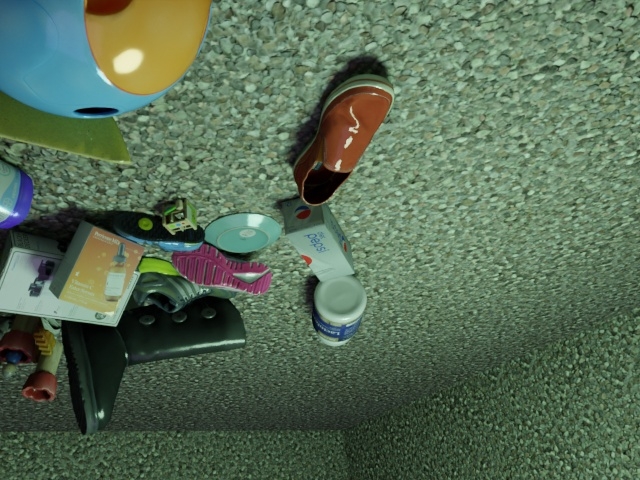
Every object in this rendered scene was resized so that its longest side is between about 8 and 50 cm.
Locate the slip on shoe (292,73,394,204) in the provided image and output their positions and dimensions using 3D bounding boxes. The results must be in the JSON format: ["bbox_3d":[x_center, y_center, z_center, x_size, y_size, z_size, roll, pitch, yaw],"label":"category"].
[{"bbox_3d":[0.040,-0.179,1.115,0.123,0.101,0.331,8,146,-25],"label":"slip on shoe"}]

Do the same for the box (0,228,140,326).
[{"bbox_3d":[-0.592,0.092,1.383,0.290,0.087,0.169,14,112,-37],"label":"box"}]

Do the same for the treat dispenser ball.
[{"bbox_3d":[-0.261,-0.279,0.646,0.288,0.288,0.288,-6,152,-3],"label":"treat dispenser ball"}]

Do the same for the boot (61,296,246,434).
[{"bbox_3d":[-0.400,0.288,1.519,0.445,0.367,0.146,-2,129,-30],"label":"boot"}]

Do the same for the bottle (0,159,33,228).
[{"bbox_3d":[-0.639,-0.120,1.021,0.092,0.118,0.283,-20,149,23],"label":"bottle"}]

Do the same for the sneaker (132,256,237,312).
[{"bbox_3d":[-0.359,0.133,1.559,0.300,0.121,0.111,10,147,-30],"label":"sneaker"}]

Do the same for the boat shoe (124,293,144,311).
[{"bbox_3d":[-0.618,0.192,1.636,0.254,0.095,0.079,-4,142,-27],"label":"boat shoe"}]

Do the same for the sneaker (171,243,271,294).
[{"bbox_3d":[-0.257,0.079,1.507,0.252,0.103,0.111,21,167,-20],"label":"sneaker"}]

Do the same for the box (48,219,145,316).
[{"bbox_3d":[-0.490,0.061,1.308,0.130,0.170,0.091,27,174,-37],"label":"box"}]

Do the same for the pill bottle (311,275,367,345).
[{"bbox_3d":[0.051,0.217,1.793,0.153,0.153,0.264,-5,152,-6],"label":"pill bottle"}]

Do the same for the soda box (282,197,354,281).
[{"bbox_3d":[0.000,0.000,1.442,0.098,0.091,0.286,-14,151,11],"label":"soda box"}]

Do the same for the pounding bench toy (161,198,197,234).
[{"bbox_3d":[-0.315,-0.058,1.291,0.065,0.052,0.083,-13,151,9],"label":"pounding bench toy"}]

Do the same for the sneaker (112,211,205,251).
[{"bbox_3d":[-0.370,-0.008,1.351,0.209,0.069,0.082,10,149,-31],"label":"sneaker"}]

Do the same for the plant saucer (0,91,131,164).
[{"bbox_3d":[-0.447,-0.202,0.814,0.333,0.081,0.333,10,-169,-32],"label":"plant saucer"}]

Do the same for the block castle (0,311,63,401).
[{"bbox_3d":[-0.923,0.294,1.515,0.453,0.213,0.303,3,140,-4],"label":"block castle"}]

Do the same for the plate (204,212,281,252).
[{"bbox_3d":[-0.188,-0.009,1.447,0.188,0.024,0.188,-6,152,-3],"label":"plate"}]

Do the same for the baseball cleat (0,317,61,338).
[{"bbox_3d":[-0.846,0.239,1.699,0.206,0.072,0.109,17,127,-42],"label":"baseball cleat"}]
